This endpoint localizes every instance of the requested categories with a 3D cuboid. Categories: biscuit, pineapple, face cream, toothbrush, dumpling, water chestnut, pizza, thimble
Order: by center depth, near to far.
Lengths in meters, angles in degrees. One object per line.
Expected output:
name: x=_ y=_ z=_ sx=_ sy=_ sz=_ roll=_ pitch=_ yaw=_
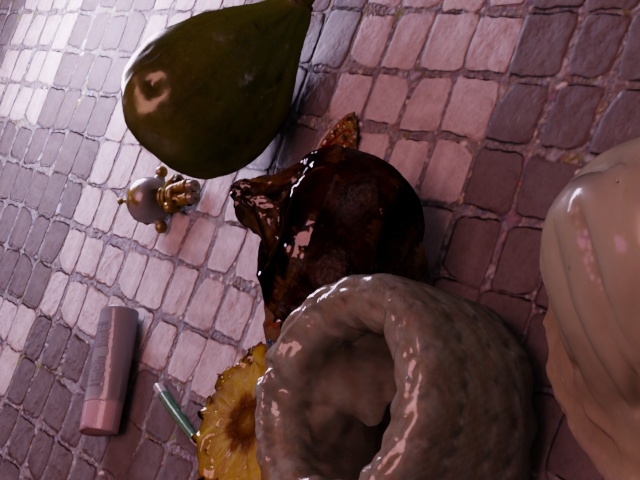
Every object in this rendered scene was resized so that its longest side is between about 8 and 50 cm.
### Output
dumpling: x=0.284 y=0.068 z=1.031 sx=0.395 sy=0.233 sz=0.316 roll=-7 pitch=69 yaw=67
thimble: x=0.069 y=0.182 z=1.270 sx=0.291 sy=0.195 sz=0.291 roll=-28 pitch=51 yaw=40
water chestnut: x=0.000 y=0.000 z=1.436 sx=0.223 sy=0.238 sz=0.224 roll=-160 pitch=90 yaw=-79
pineapple: x=-0.070 y=0.232 z=1.526 sx=0.225 sy=0.076 sz=0.225 roll=-26 pitch=53 yaw=40
biscuit: x=-0.044 y=0.086 z=1.621 sx=0.119 sy=0.019 sz=0.130 roll=4 pitch=75 yaw=54
pizza: x=0.022 y=-0.128 z=1.644 sx=0.100 sy=0.029 sz=0.099 roll=7 pitch=77 yaw=54
toothbrush: x=-0.182 y=0.264 z=1.708 sx=0.257 sy=0.018 sz=0.024 roll=42 pitch=112 yaw=53
face cream: x=-0.323 y=0.201 z=1.896 sx=0.084 sy=0.057 sz=0.198 roll=-16 pitch=61 yaw=49

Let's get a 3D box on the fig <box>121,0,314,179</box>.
fig: x=-0.122 y=-0.214 z=1.745 sx=0.314 sy=0.233 sz=0.233 roll=-17 pitch=49 yaw=3

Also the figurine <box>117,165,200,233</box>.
figurine: x=-0.250 y=-0.063 z=1.941 sx=0.143 sy=0.068 sz=0.101 roll=22 pitch=97 yaw=38
